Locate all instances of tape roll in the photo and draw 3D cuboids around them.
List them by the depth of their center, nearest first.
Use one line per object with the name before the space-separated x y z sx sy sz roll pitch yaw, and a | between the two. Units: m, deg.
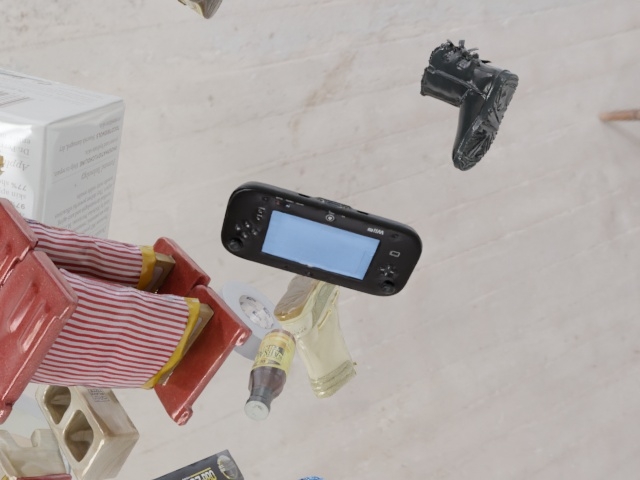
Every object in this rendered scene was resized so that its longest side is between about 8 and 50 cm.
tape roll | -0.186 0.207 2.030 0.219 0.219 0.072 35 110 -21

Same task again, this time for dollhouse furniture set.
dollhouse furniture set | -0.258 0.162 0.704 0.201 0.152 0.374 15 115 -51

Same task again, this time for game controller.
game controller | 0.000 0.000 1.273 0.319 0.166 0.067 15 54 -5

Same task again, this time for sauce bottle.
sauce bottle | -0.055 0.144 0.853 0.042 0.042 0.128 48 22 -15

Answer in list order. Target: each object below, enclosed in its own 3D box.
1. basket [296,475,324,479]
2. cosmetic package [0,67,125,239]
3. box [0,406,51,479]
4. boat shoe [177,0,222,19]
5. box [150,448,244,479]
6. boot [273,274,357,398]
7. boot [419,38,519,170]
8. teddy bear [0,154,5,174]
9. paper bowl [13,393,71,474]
basket | -0.053 0.672 1.848 0.255 0.289 0.201 -32 56 4
cosmetic package | -0.594 -0.089 1.449 0.330 0.327 0.393 15 109 4
box | -0.464 0.323 0.980 0.121 0.311 0.147 25 100 -3
boat shoe | -0.141 -0.284 0.876 0.045 0.135 0.050 30 94 4
box | -0.397 0.623 1.721 0.097 0.395 0.318 57 18 17
boot | 0.012 0.165 1.540 0.203 0.095 0.262 66 24 -15
boot | 0.146 -0.147 0.836 0.045 0.099 0.121 1 119 -48
teddy bear | -0.283 -0.115 0.541 0.113 0.338 0.245 -3 118 -11
paper bowl | -0.605 0.389 1.496 0.284 0.284 0.148 34 94 -22
